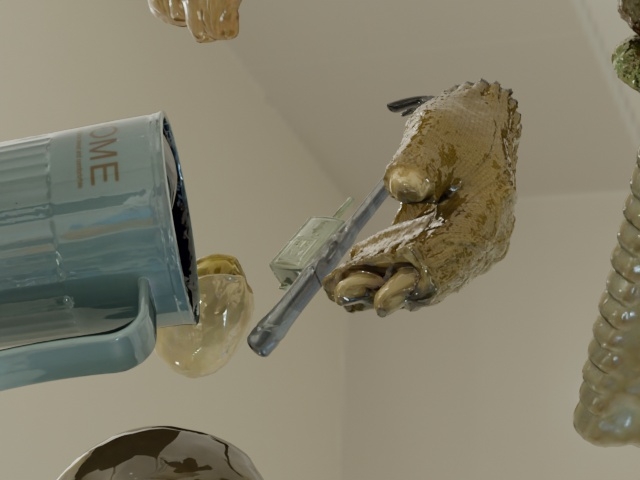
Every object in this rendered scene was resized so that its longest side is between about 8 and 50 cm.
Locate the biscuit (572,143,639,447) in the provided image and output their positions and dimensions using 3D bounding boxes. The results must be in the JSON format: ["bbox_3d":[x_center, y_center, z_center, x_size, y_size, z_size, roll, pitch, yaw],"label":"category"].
[{"bbox_3d":[0.279,0.011,0.950,0.044,0.217,0.325,-88,1,-50],"label":"biscuit"}]

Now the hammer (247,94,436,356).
[{"bbox_3d":[0.048,-0.014,2.097,0.427,0.152,0.044,-53,-39,0],"label":"hammer"}]

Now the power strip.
[{"bbox_3d":[0.000,0.000,2.248,0.175,0.075,0.042,-50,-55,-29],"label":"power strip"}]

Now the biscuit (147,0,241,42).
[{"bbox_3d":[-0.097,-0.234,1.279,0.035,0.250,0.163,0,-102,-24],"label":"biscuit"}]

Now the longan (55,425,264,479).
[{"bbox_3d":[-0.176,0.344,1.709,0.297,0.297,0.297,-3,-90,-66],"label":"longan"}]

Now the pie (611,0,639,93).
[{"bbox_3d":[0.605,-0.194,2.134,0.395,0.418,0.180,-8,-43,-54],"label":"pie"}]

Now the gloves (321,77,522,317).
[{"bbox_3d":[0.131,-0.036,1.667,0.356,0.155,0.203,-51,-21,-43],"label":"gloves"}]

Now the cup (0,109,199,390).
[{"bbox_3d":[-0.314,0.029,1.883,0.257,0.311,0.331,80,-178,-72],"label":"cup"}]

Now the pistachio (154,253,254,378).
[{"bbox_3d":[-0.166,0.109,2.174,0.200,0.145,0.117,119,146,-43],"label":"pistachio"}]
